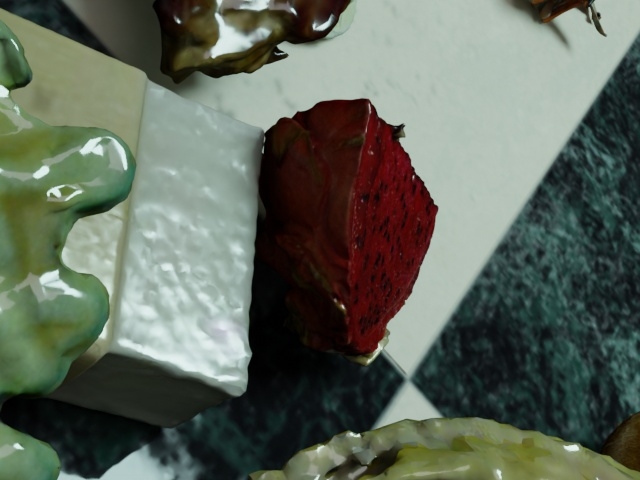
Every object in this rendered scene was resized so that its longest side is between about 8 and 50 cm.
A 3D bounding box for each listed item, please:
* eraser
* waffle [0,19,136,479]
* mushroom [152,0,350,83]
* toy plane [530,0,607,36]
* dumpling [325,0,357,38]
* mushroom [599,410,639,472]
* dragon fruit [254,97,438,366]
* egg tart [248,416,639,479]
[{"bbox_3d":[-0.182,-0.035,0.487,0.343,0.078,0.144,20,56,-30],"label":"eraser"},{"bbox_3d":[-0.219,0.021,0.364,0.309,0.056,0.292,32,79,-28],"label":"waffle"},{"bbox_3d":[-0.088,-0.244,0.502,0.356,0.334,0.331,35,37,-10],"label":"mushroom"},{"bbox_3d":[0.175,-0.235,0.912,0.135,0.062,0.188,50,33,-48],"label":"toy plane"},{"bbox_3d":[0.004,-0.150,0.736,0.059,0.043,0.077,43,29,-39],"label":"dumpling"},{"bbox_3d":[0.195,0.156,0.690,0.109,0.085,0.126,65,28,-44],"label":"mushroom"},{"bbox_3d":[0.000,0.000,0.611,0.162,0.083,0.106,52,50,-72],"label":"dragon fruit"},{"bbox_3d":[0.064,0.221,0.435,0.352,0.150,0.352,5,66,-10],"label":"egg tart"}]
